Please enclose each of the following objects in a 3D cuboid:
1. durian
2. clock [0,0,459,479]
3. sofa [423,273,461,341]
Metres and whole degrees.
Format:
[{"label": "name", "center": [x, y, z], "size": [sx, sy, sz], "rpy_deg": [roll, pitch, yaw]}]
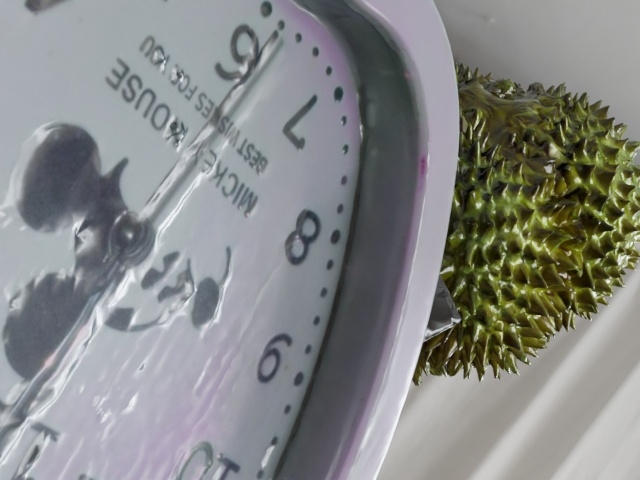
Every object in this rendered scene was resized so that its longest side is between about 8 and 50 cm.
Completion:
[{"label": "durian", "center": [0.105, -0.023, 0.938], "size": [0.291, 0.291, 0.225], "rpy_deg": [13, -34, 53]}, {"label": "clock", "center": [-0.085, 0.014, 0.406], "size": [0.102, 0.338, 0.339], "rpy_deg": [16, -33, 37]}, {"label": "sofa", "center": [0.000, 0.000, 0.632], "size": [0.060, 0.085, 0.147], "rpy_deg": [-28, -92, 59]}]
